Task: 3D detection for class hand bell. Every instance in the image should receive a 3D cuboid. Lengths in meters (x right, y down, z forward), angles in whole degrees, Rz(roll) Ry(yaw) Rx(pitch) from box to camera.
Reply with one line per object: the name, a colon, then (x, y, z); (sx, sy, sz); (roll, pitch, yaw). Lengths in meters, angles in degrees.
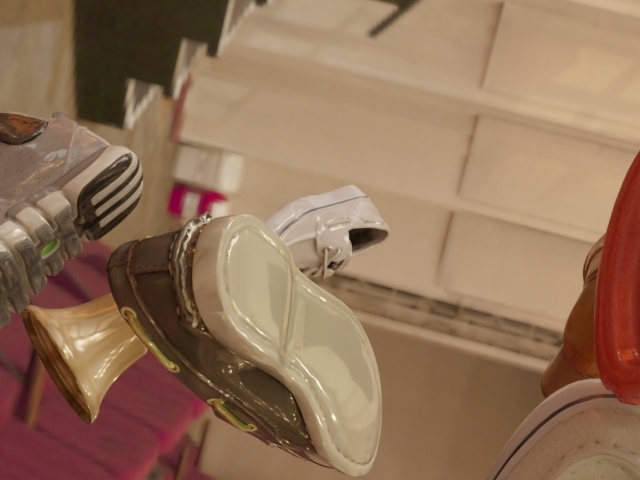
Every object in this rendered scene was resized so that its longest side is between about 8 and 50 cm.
hand bell: (-0.147, 0.060, 1.255); (0.242, 0.126, 0.126); (-30, 154, -21)

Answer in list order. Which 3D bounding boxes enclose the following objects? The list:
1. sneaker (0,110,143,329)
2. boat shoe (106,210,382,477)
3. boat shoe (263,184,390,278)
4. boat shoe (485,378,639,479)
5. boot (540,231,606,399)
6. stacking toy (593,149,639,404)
sneaker: (-0.249, -0.015, 0.943); (0.228, 0.132, 0.086); (-39, 152, -27)
boat shoe: (-0.039, 0.080, 0.909); (0.305, 0.091, 0.109); (54, 39, -51)
boat shoe: (0.000, 0.000, 1.555); (0.258, 0.084, 0.095); (-28, 155, -50)
boat shoe: (0.101, 0.253, 0.659); (0.156, 0.135, 0.367); (-20, 130, -79)
boot: (0.319, 0.021, 1.249); (0.295, 0.104, 0.211); (-50, 172, -39)
stacking toy: (0.259, 0.048, 0.541); (0.309, 0.130, 0.280); (-23, -124, 60)
